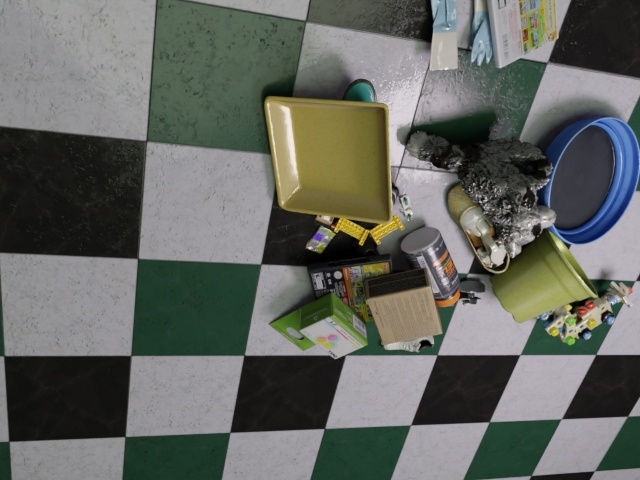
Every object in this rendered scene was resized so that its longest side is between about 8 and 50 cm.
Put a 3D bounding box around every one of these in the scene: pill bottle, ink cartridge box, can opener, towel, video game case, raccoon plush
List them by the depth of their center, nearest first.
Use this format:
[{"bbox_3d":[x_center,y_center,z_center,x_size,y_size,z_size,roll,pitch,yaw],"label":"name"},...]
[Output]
[{"bbox_3d":[0.524,-0.592,1.576,0.206,0.026,0.227,-29,125,-14],"label":"video game case"},{"bbox_3d":[0.463,-0.148,1.758,0.216,0.446,0.299,-48,155,-30],"label":"raccoon plush"},{"bbox_3d":[0.000,0.000,1.825,0.060,0.009,0.083,27,111,-27],"label":"towel"},{"bbox_3d":[0.252,0.201,1.838,0.193,0.088,0.235,-12,134,11],"label":"ink cartridge box"},{"bbox_3d":[0.104,0.159,1.877,0.248,0.035,0.275,-8,134,5],"label":"video game case"},{"bbox_3d":[0.351,0.089,1.891,0.130,0.130,0.246,-28,117,2],"label":"pill bottle"},{"bbox_3d":[-0.008,0.293,1.911,0.255,0.097,0.189,-29,128,24],"label":"ink cartridge box"},{"bbox_3d":[0.412,0.179,2.028,0.280,0.074,0.093,0,86,-18],"label":"can opener"}]

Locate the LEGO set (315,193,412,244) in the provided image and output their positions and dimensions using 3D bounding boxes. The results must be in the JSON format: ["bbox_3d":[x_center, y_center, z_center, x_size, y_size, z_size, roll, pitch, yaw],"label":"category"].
[{"bbox_3d":[0.129,-0.053,1.798,0.286,0.107,0.132,-9,94,-3],"label":"LEGO set"}]

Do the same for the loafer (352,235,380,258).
[{"bbox_3d":[0.162,0.086,1.882,0.080,0.078,0.220,-30,124,4],"label":"loafer"}]

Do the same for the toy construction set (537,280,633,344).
[{"bbox_3d":[0.946,0.251,2.177,0.327,0.151,0.215,-26,124,14],"label":"toy construction set"}]

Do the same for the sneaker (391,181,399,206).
[{"bbox_3d":[0.114,-0.145,1.733,0.216,0.121,0.079,19,130,13],"label":"sneaker"}]

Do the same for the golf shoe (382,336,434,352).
[{"bbox_3d":[0.302,0.348,2.080,0.176,0.086,0.069,-15,125,-5],"label":"golf shoe"}]

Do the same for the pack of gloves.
[{"bbox_3d":[0.365,-0.565,1.574,0.195,0.046,0.232,-7,112,-13],"label":"pack of gloves"}]

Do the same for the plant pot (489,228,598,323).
[{"bbox_3d":[0.702,0.130,1.977,0.254,0.276,0.276,-37,124,23],"label":"plant pot"}]

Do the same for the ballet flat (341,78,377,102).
[{"bbox_3d":[0.094,-0.304,1.615,0.095,0.096,0.281,3,125,0],"label":"ballet flat"}]

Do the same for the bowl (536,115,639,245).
[{"bbox_3d":[0.802,-0.181,1.843,0.391,0.077,0.391,-10,112,-26],"label":"bowl"}]

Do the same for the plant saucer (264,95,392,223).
[{"bbox_3d":[0.035,-0.221,1.584,0.332,0.081,0.333,9,126,22],"label":"plant saucer"}]

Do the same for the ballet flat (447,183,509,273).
[{"bbox_3d":[0.501,-0.027,1.889,0.123,0.123,0.349,-32,124,5],"label":"ballet flat"}]
